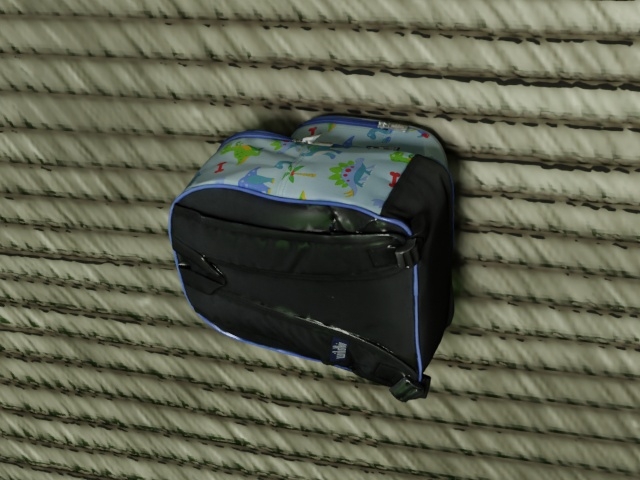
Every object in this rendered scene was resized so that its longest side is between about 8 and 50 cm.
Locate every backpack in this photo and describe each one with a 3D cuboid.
[{"bbox_3d":[0.000,0.000,0.821,0.114,0.084,0.105,10,132,18],"label":"backpack"}]
